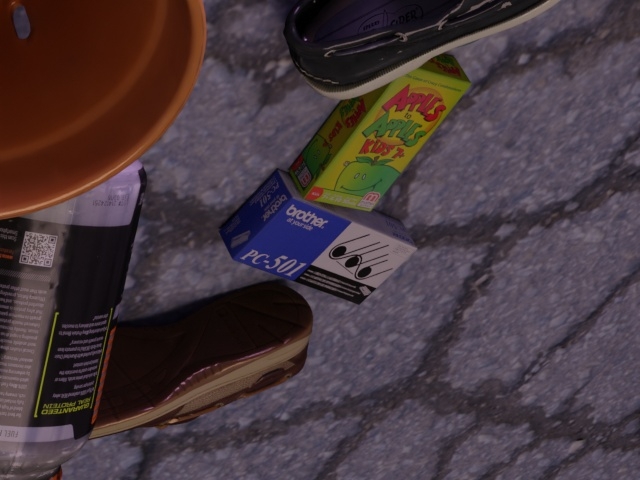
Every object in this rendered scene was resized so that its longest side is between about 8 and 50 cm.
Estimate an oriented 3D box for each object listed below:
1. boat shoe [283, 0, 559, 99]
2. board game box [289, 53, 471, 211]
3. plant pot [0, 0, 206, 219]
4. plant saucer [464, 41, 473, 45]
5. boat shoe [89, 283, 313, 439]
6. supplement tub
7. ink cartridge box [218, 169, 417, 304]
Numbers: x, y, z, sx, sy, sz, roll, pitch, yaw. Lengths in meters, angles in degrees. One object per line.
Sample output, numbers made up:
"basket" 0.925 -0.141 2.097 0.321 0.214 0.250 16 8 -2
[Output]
"boat shoe" 0.113 -0.247 1.394 0.340 0.127 0.113 -26 157 13
"board game box" 0.058 -0.112 1.591 0.092 0.043 0.181 10 130 -40
"plant pot" -0.252 -0.184 1.174 0.291 0.203 0.291 -17 143 -13
"plant saucer" 0.136 -0.223 1.524 0.119 0.021 0.119 -17 143 -14
"boat shoe" -0.167 0.157 1.717 0.342 0.123 0.123 -21 143 -19
"supplement tub" -0.271 0.063 1.375 0.193 0.193 0.316 6 103 -37
"ink cartridge box" 0.000 0.000 1.688 0.207 0.046 0.097 21 121 -45
